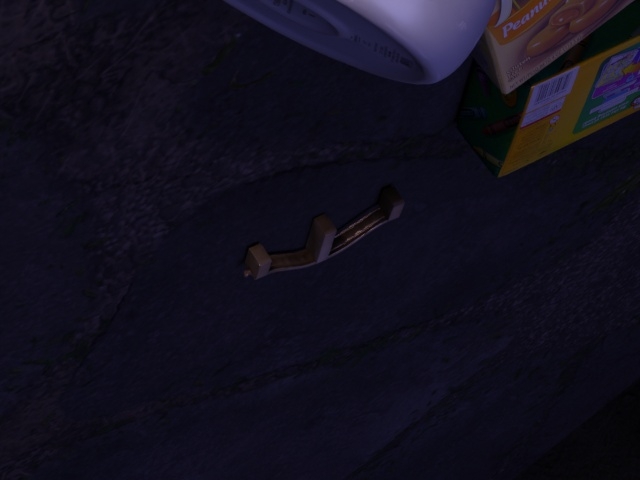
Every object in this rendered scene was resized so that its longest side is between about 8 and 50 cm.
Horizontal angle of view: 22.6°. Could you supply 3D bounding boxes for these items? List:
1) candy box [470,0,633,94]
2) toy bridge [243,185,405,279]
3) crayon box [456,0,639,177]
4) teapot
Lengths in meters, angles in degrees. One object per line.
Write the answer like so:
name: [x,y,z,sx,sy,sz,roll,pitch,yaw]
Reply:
candy box: [0.183,-0.262,1.325,0.183,0.087,0.316,-37,158,-1]
toy bridge: [0.000,0.000,1.676,0.188,0.026,0.063,-24,156,-24]
crayon box: [0.283,-0.187,1.620,0.278,0.081,0.165,-26,156,-20]
teapot: [0.022,-0.230,1.029,0.252,0.256,0.187,30,86,-44]
